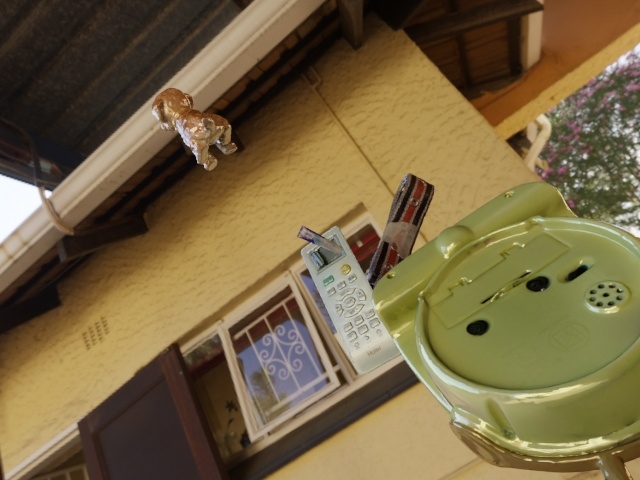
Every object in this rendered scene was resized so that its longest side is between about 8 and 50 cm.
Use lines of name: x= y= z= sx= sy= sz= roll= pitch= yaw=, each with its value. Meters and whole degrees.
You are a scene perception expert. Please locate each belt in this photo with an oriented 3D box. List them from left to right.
belt: x=0.209 y=-0.014 z=1.126 sx=0.126 sy=0.094 sz=0.360 roll=106 pitch=-174 yaw=-73

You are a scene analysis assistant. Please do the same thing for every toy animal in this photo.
toy animal: x=-0.271 y=-0.259 z=0.870 sx=0.104 sy=0.185 sz=0.184 roll=-38 pitch=-8 yaw=-14

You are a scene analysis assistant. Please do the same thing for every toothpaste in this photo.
toothpaste: x=0.000 y=0.000 z=0.756 sx=0.015 sy=0.083 sz=0.024 roll=-75 pitch=9 yaw=-75

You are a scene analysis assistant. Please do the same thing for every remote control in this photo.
remote control: x=0.060 y=0.114 z=0.863 sx=0.103 sy=0.293 sz=0.051 roll=-34 pitch=-25 yaw=16

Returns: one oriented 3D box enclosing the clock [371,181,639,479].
clock: x=0.192 y=0.077 z=0.366 sx=0.235 sy=0.308 sz=0.096 roll=-34 pitch=-63 yaw=3
